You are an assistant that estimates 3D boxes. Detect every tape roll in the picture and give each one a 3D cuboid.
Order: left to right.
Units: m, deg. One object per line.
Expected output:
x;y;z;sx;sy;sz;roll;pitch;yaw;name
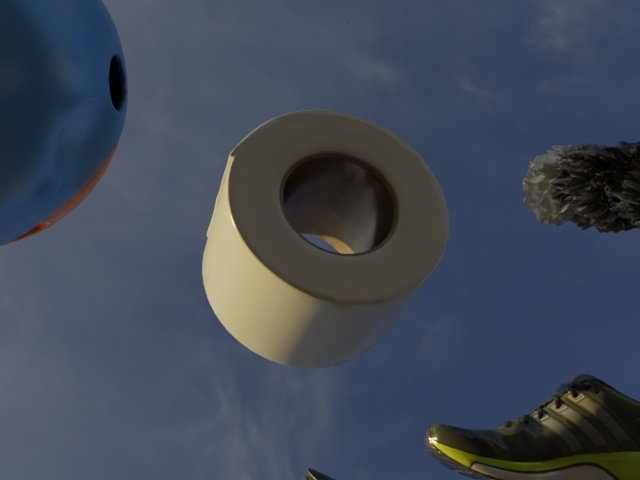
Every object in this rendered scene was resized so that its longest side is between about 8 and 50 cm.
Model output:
0.000;0.000;0.971;0.246;0.246;0.169;21;-35;-3;tape roll

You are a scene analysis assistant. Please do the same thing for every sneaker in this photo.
0.261;0.208;0.952;0.300;0.111;0.121;2;-105;-7;sneaker

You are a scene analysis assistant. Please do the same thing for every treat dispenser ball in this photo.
-0.311;-0.132;0.738;0.288;0.288;0.288;0;-76;2;treat dispenser ball

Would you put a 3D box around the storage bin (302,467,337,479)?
0.013;0.302;0.885;0.091;0.098;0.135;-54;-45;-3;storage bin

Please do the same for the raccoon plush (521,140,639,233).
0.277;-0.081;0.587;0.447;0.216;0.299;3;-40;42;raccoon plush
